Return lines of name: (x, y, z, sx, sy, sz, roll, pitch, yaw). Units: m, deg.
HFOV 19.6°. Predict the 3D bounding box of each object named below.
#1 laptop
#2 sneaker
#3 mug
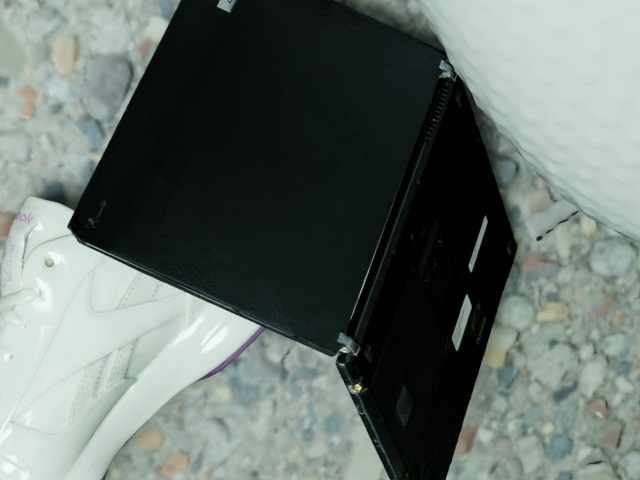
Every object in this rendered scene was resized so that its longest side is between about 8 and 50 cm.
laptop: (0.000, 0.000, 1.078, 0.264, 0.136, 0.234, 66, 35, -43)
sneaker: (-0.158, 0.067, 1.053, 0.305, 0.114, 0.152, -46, 109, -17)
mug: (0.219, -0.194, 1.083, 0.328, 0.276, 0.374, 59, 46, -36)
